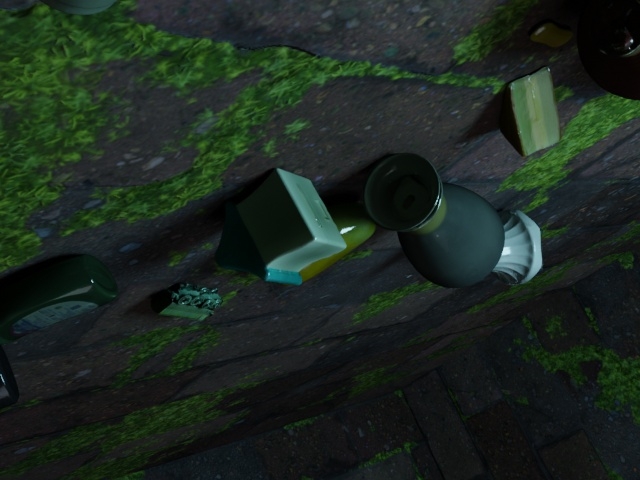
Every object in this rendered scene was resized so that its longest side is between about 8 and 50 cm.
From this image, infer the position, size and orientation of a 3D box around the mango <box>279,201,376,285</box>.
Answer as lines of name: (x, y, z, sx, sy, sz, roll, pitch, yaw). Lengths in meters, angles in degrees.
mango: (0.000, 0.000, 1.273, 0.194, 0.092, 0.130, -23, 161, -22)

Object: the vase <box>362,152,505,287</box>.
vase: (0.180, -0.032, 1.314, 0.173, 0.173, 0.321, -30, 157, 15)

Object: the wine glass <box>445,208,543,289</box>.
wine glass: (0.332, 0.021, 1.681, 0.196, 0.165, 0.165, -5, 154, -28)

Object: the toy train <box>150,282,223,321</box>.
toy train: (-0.216, 0.102, 1.356, 0.071, 0.038, 0.148, -31, 160, 14)

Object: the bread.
bread: (0.303, -0.208, 1.222, 0.074, 0.084, 0.139, -25, 131, 2)

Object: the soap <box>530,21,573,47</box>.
soap: (0.299, -0.265, 1.060, 0.089, 0.012, 0.034, -4, 152, -48)

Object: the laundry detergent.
laundry detergent: (-0.379, 0.091, 1.079, 0.211, 0.063, 0.137, -25, 168, 1)

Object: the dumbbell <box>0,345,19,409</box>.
dumbbell: (-0.538, 0.219, 1.164, 0.191, 0.100, 0.100, -21, 161, -15)

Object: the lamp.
lamp: (0.418, -0.257, 0.992, 0.258, 0.180, 0.180, -6, 154, -43)

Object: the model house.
model house: (-0.064, -0.005, 1.120, 0.149, 0.127, 0.100, -35, 159, 17)

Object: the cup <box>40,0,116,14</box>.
cup: (-0.138, -0.212, 0.507, 0.120, 0.120, 0.141, -12, 172, -35)
